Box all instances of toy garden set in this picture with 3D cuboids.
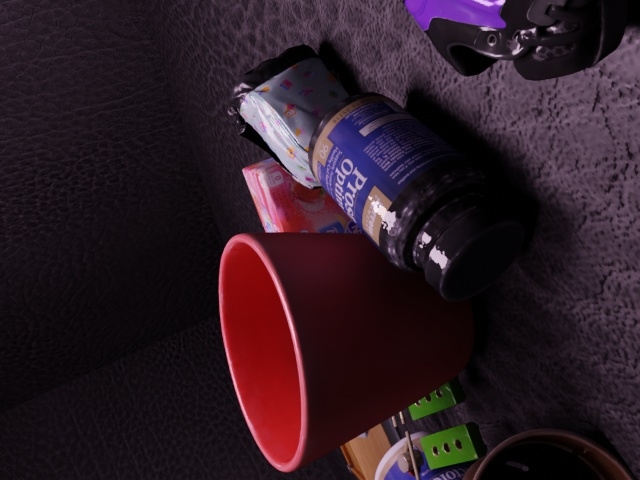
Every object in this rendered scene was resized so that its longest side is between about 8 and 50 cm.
[{"bbox_3d":[0.159,0.265,0.759,0.204,0.049,0.244,-51,51,52],"label":"toy garden set"}]

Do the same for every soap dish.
[{"bbox_3d":[0.097,0.458,1.289,0.290,0.118,0.229,65,165,-1],"label":"soap dish"}]

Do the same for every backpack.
[{"bbox_3d":[-0.020,-0.159,0.707,0.182,0.152,0.115,54,169,5],"label":"backpack"}]

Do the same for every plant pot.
[{"bbox_3d":[0.030,0.106,0.647,0.275,0.243,0.274,33,128,56],"label":"plant pot"},{"bbox_3d":[0.218,0.284,0.547,0.167,0.167,0.165,61,172,20],"label":"plant pot"}]

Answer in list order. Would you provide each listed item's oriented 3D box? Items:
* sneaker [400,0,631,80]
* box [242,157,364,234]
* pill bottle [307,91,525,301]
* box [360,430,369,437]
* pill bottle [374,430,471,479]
[{"bbox_3d":[0.131,-0.166,0.270,0.146,0.102,0.293,63,170,-6],"label":"sneaker"},{"bbox_3d":[0.000,0.000,0.869,0.154,0.142,0.299,23,135,69],"label":"box"},{"bbox_3d":[0.089,-0.047,0.525,0.219,0.123,0.122,52,159,39],"label":"pill bottle"},{"bbox_3d":[0.076,0.218,0.915,0.186,0.038,0.145,-57,-43,-52],"label":"box"},{"bbox_3d":[0.207,0.430,0.797,0.265,0.153,0.153,40,151,58],"label":"pill bottle"}]
